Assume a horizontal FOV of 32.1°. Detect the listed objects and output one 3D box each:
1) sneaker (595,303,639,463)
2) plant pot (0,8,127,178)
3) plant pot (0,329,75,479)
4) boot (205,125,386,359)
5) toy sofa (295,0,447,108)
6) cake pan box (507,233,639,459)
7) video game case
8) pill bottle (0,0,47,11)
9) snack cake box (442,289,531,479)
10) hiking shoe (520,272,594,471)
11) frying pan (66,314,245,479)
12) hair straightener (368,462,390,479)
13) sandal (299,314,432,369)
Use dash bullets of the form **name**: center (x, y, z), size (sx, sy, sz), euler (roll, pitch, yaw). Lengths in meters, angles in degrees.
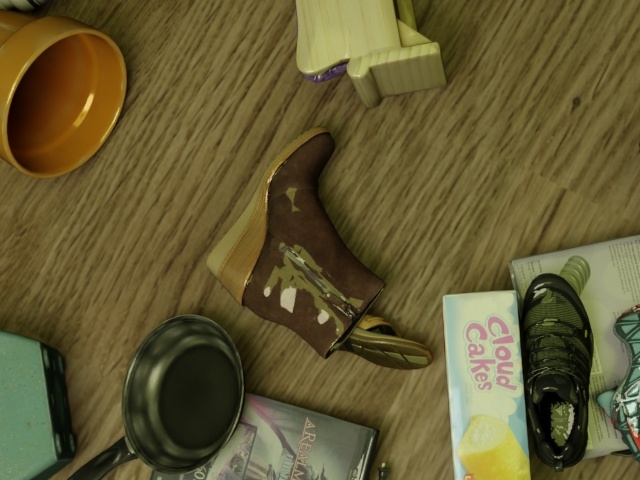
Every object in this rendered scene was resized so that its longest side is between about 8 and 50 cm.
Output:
- **sneaker**: center (0.380, 0.202, 1.272), size (0.125, 0.104, 0.262), euler (-1, 80, 25)
- **plant pot**: center (-0.391, -0.212, 1.449), size (0.188, 0.205, 0.205), euler (30, 87, 26)
- **plant pot**: center (-0.442, 0.222, 1.370), size (0.252, 0.247, 0.248), euler (-9, 80, -6)
- **boot**: center (0.000, 0.000, 1.394), size (0.206, 0.090, 0.248), euler (33, 81, 16)
- **toy sofa**: center (0.045, -0.363, 1.423), size (0.177, 0.150, 0.363), euler (-11, 81, 8)
- **cake pan box**: center (0.375, 0.128, 1.350), size (0.245, 0.070, 0.267), euler (-14, 80, 8)
- **video game case**: center (-0.079, 0.294, 1.383), size (0.274, 0.026, 0.196), euler (13, 83, 22)
- **pill bottle**: center (-0.390, -0.371, 1.512), size (0.169, 0.094, 0.094), euler (-30, 79, 2)
- **snack cake box**: center (0.195, 0.198, 1.321), size (0.089, 0.152, 0.265), euler (-4, 82, 7)
- **hiking shoe**: center (0.275, 0.148, 1.269), size (0.086, 0.114, 0.227), euler (-6, 83, 9)
- **frying pan**: center (-0.197, 0.248, 1.386), size (0.197, 0.053, 0.326), euler (32, 97, 37)
- **hair straightener**: center (0.050, 0.308, 1.385), size (0.230, 0.047, 0.089), euler (37, 88, 16)
- **sandal**: center (0.055, 0.117, 1.401), size (0.180, 0.072, 0.049), euler (13, 62, 14)
